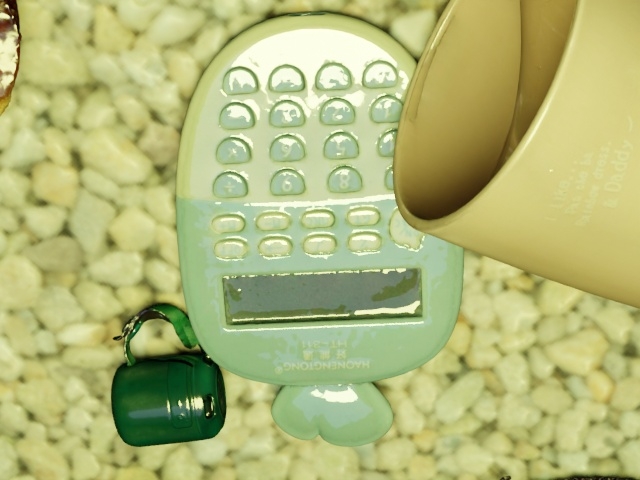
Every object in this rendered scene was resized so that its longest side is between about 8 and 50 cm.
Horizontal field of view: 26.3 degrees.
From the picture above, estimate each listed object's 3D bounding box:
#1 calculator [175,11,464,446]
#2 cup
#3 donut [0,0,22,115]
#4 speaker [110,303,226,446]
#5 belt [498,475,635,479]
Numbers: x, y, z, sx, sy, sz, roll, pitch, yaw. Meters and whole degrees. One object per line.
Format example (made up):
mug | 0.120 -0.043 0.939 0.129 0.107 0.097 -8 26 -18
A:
calculator | 0.000 0.000 0.904 0.188 0.042 0.303 -2 113 1
cup | 0.183 -0.090 0.797 0.200 0.191 0.253 21 77 -19
donut | -0.265 -0.137 0.830 0.184 0.073 0.166 30 112 -11
speaker | -0.107 0.093 0.947 0.075 0.060 0.094 -7 78 4
belt | 0.217 0.306 0.995 0.325 0.122 0.260 12 108 -7
